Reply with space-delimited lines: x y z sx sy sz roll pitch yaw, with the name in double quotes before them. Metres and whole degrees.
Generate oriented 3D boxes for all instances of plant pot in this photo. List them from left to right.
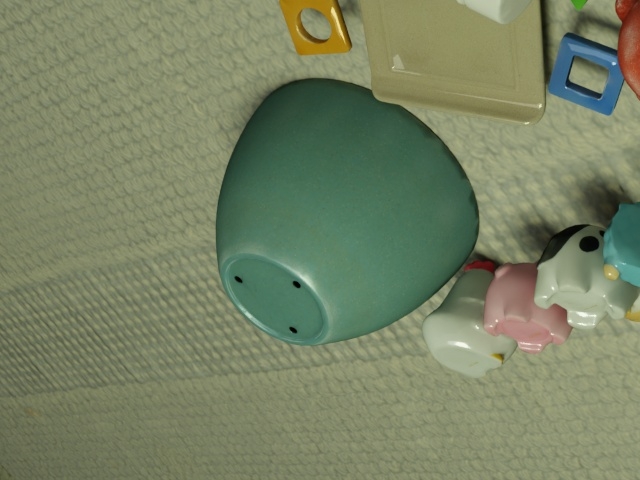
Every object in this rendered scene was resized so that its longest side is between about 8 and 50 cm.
"plant pot" 0.000 0.000 1.426 0.290 0.195 0.290 23 143 19

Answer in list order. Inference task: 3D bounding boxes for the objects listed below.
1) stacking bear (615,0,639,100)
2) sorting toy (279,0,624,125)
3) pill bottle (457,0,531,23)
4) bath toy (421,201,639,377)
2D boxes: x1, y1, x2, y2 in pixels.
"stacking bear" 0.361 -0.149 0.987 0.289 0.164 0.175 6 135 43
"sorting toy" 0.121 -0.210 1.212 0.347 0.047 0.196 13 132 27
"pill bottle" 0.077 -0.274 1.081 0.229 0.131 0.131 32 145 18
"bath toy" 0.243 0.045 1.332 0.151 0.129 0.348 28 150 -22
